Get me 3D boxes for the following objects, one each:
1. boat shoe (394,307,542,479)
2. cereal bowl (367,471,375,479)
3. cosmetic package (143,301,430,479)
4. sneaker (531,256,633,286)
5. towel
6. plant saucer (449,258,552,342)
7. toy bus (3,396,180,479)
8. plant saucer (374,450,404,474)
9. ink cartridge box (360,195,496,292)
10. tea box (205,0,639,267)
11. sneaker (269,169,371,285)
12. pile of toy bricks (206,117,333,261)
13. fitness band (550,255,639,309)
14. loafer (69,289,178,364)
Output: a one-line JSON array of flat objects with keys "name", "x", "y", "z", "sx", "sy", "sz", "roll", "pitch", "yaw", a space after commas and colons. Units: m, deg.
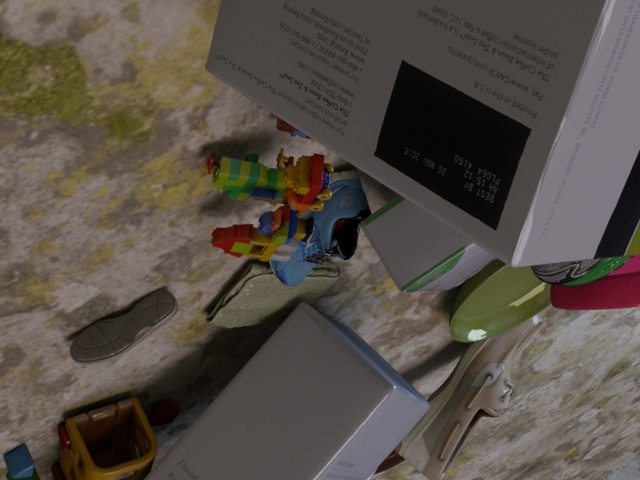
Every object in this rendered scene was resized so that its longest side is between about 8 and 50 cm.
[{"name": "boat shoe", "x": 0.239, "y": 0.225, "z": 1.965, "sx": 0.302, "sy": 0.098, "sz": 0.109, "roll": -48, "pitch": 159, "yaw": -8}, {"name": "cereal bowl", "x": -0.023, "y": 0.352, "z": 1.868, "sx": 0.339, "sy": 0.141, "sz": 0.339, "roll": -56, "pitch": 171, "yaw": -14}, {"name": "cosmetic package", "x": -0.088, "y": 0.306, "z": 1.604, "sx": 0.453, "sy": 0.161, "sz": 0.230, "roll": -48, "pitch": 161, "yaw": 1}, {"name": "sneaker", "x": 0.337, "y": -0.082, "z": 1.591, "sx": 0.146, "sy": 0.134, "sz": 0.343, "roll": -1, "pitch": 133, "yaw": -34}, {"name": "towel", "x": -0.053, "y": 0.063, "z": 1.521, "sx": 0.148, "sy": 0.027, "sz": 0.110, "roll": 0, "pitch": 142, "yaw": -46}, {"name": "plant saucer", "x": 0.275, "y": 0.056, "z": 1.841, "sx": 0.241, "sy": 0.037, "sz": 0.241, "roll": -25, "pitch": 154, "yaw": -14}, {"name": "toy bus", "x": -0.259, "y": 0.280, "z": 1.600, "sx": 0.191, "sy": 0.104, "sz": 0.202, "roll": -38, "pitch": 153, "yaw": 15}, {"name": "plant saucer", "x": 0.110, "y": 0.333, "z": 2.160, "sx": 0.198, "sy": 0.036, "sz": 0.198, "roll": -24, "pitch": 154, "yaw": -13}, {"name": "ink cartridge box", "x": 0.151, "y": -0.020, "z": 1.416, "sx": 0.154, "sy": 0.093, "sz": 0.212, "roll": -35, "pitch": 167, "yaw": 14}, {"name": "tea box", "x": 0.157, "y": -0.155, "z": 0.959, "sx": 0.323, "sy": 0.329, "sz": 0.220, "roll": -4, "pitch": 120, "yaw": -44}, {"name": "sneaker", "x": 0.000, "y": 0.000, "z": 1.413, "sx": 0.063, "sy": 0.073, "sz": 0.162, "roll": -7, "pitch": 145, "yaw": -40}, {"name": "pile of toy bricks", "x": -0.058, "y": -0.058, "z": 1.247, "sx": 0.105, "sy": 0.118, "sz": 0.212, "roll": 8, "pitch": 160, "yaw": -12}, {"name": "fitness band", "x": 0.446, "y": 0.047, "z": 1.762, "sx": 0.290, "sy": 0.054, "sz": 0.209, "roll": -9, "pitch": -177, "yaw": -21}, {"name": "loafer", "x": -0.206, "y": 0.099, "z": 1.410, "sx": 0.125, "sy": 0.045, "sz": 0.039, "roll": -30, "pitch": 161, "yaw": -7}]
